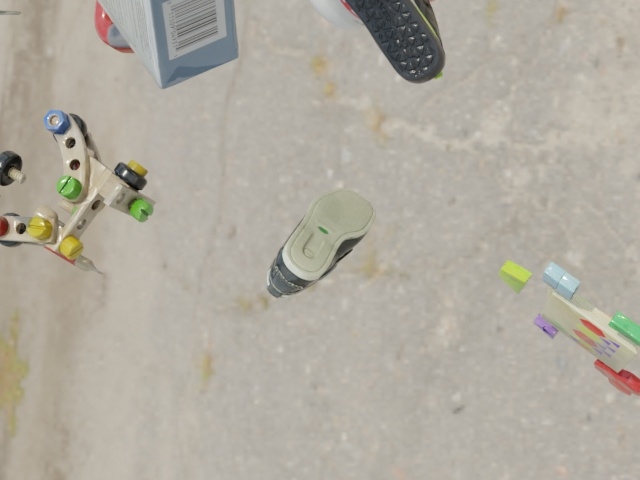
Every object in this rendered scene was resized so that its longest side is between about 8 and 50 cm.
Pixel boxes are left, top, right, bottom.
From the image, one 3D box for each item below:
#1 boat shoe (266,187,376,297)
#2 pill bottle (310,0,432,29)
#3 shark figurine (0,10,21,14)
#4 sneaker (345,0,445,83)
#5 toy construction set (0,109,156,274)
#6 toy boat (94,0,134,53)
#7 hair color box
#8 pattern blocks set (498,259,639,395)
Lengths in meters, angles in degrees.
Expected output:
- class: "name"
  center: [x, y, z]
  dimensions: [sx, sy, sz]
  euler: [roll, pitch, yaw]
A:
- class: "boat shoe"
  center: [0.000, 0.000, 1.717]
  dimensions: [0.084, 0.233, 0.079]
  euler: [39, 129, 4]
- class: "pill bottle"
  center: [0.173, -0.483, 1.916]
  dimensions: [0.408, 0.229, 0.229]
  euler: [-16, 71, 31]
- class: "shark figurine"
  center: [-0.452, -0.292, 1.432]
  dimensions: [0.278, 0.166, 0.116]
  euler: [2, 100, 46]
- class: "sneaker"
  center: [0.080, -0.292, 1.527]
  dimensions: [0.084, 0.097, 0.234]
  euler: [-22, 103, 20]
- class: "toy construction set"
  center: [-0.397, -0.038, 2.135]
  dimensions: [0.237, 0.257, 0.309]
  euler: [29, 153, 17]
- class: "toy boat"
  center: [-0.276, -0.387, 1.811]
  dimensions: [0.151, 0.151, 0.231]
  euler: [7, 91, 34]
- class: "hair color box"
  center: [-0.238, -0.380, 1.544]
  dimensions: [0.374, 0.114, 0.185]
  euler: [53, 159, 30]
- class: "pattern blocks set"
  center: [0.363, 0.118, 1.726]
  dimensions: [0.026, 0.285, 0.325]
  euler: [-52, -4, -8]
